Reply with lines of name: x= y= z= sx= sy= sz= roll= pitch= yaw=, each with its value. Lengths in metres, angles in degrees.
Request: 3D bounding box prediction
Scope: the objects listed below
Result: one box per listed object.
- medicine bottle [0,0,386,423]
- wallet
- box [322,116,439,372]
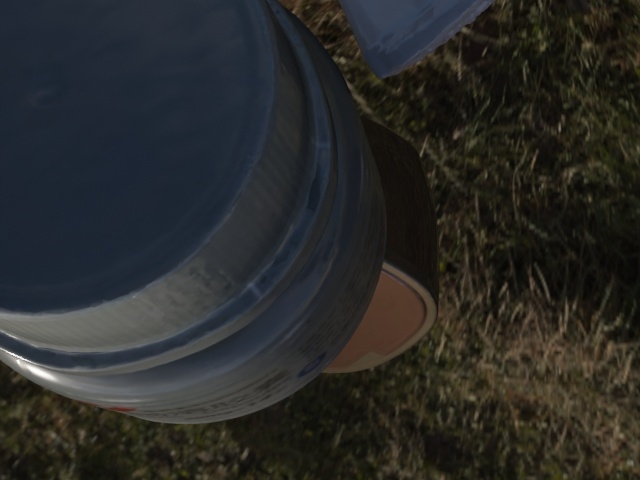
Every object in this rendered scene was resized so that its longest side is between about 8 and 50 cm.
medicine bottle: x=-0.095 y=-0.032 z=0.655 sx=0.245 sy=0.306 sz=0.245 roll=-2 pitch=77 yaw=8
wallet: x=0.052 y=-0.201 z=0.771 sx=0.124 sy=0.032 sz=0.183 roll=-38 pitch=61 yaw=28
box: x=0.000 y=0.000 z=1.460 sx=0.301 sy=0.216 sz=0.301 roll=5 pitch=143 yaw=4
